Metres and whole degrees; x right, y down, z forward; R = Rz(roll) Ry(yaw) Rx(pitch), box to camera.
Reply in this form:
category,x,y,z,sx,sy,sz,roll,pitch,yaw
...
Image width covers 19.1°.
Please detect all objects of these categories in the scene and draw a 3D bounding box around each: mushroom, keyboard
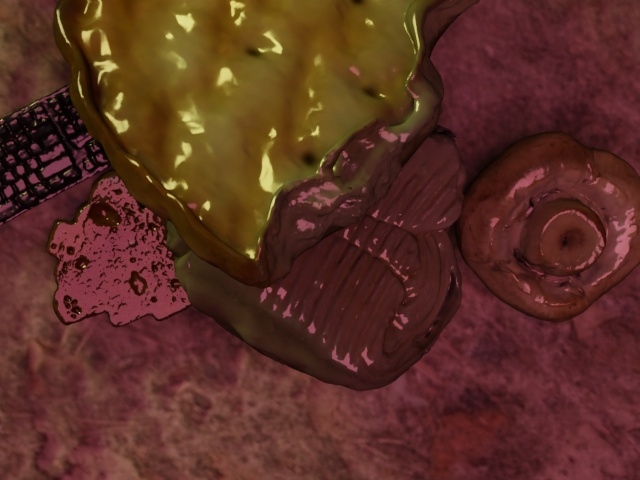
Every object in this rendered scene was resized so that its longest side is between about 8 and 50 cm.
category,x,y,z,sx,sy,sz,roll,pitch,yaw
mushroom,0.171,-0.011,1.399,0.148,0.112,0.148,0,101,-1
keyboard,-0.218,-0.055,1.373,0.231,0.023,0.072,-28,106,-3

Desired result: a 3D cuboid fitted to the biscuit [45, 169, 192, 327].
category,x,y,z,sx,sy,sz,roll,pitch,yaw
biscuit,-0.137,0.016,1.401,0.130,0.019,0.119,21,96,-12

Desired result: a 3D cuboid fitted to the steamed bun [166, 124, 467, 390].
category,x,y,z,sx,sy,sz,roll,pitch,yaw
steamed bun,0.001,-0.002,1.360,0.218,0.144,0.211,29,69,4

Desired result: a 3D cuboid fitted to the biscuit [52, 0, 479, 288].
category,x,y,z,sx,sy,sz,roll,pitch,yaw
biscuit,-0.005,-0.134,1.295,0.335,0.078,0.329,-18,65,-9
